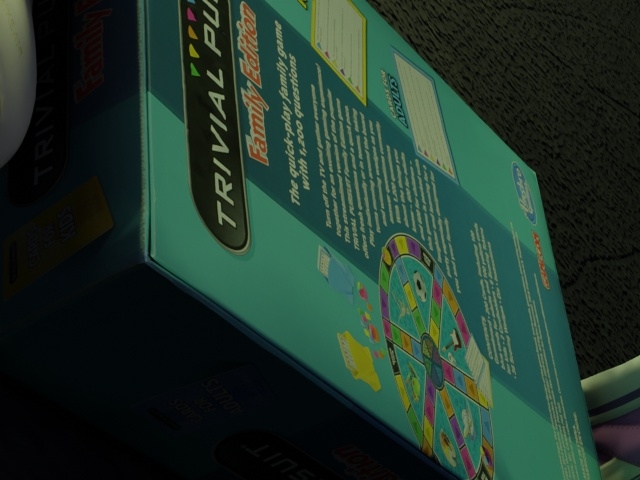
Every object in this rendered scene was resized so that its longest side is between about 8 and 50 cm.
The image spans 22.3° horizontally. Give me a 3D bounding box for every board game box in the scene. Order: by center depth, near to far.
[{"bbox_3d":[0.000,0.000,0.688,0.336,0.079,0.253,39,33,-42],"label":"board game box"}]

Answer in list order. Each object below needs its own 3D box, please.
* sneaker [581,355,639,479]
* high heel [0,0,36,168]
[{"bbox_3d":[0.194,0.118,0.730,0.102,0.282,0.161,18,55,-24],"label":"sneaker"},{"bbox_3d":[-0.156,-0.079,0.497,0.261,0.186,0.093,-30,125,-36],"label":"high heel"}]
